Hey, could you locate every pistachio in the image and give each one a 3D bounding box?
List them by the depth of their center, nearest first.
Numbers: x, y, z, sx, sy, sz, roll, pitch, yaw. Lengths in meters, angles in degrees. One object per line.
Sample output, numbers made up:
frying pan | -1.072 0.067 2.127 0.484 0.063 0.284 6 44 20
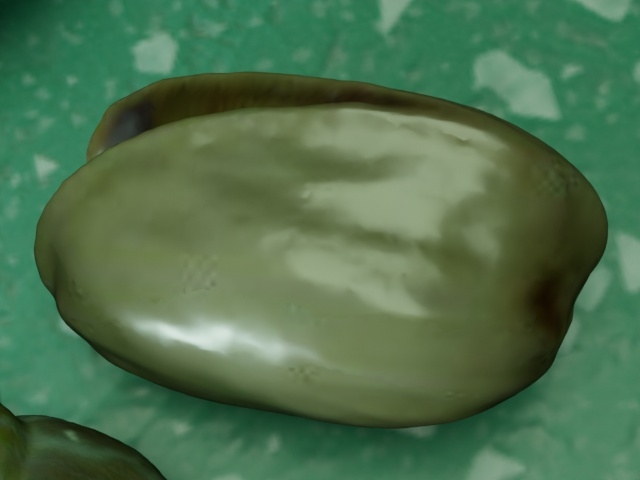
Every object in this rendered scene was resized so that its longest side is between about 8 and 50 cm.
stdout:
pistachio | 0.000 0.000 0.529 0.206 0.131 0.129 9 30 7

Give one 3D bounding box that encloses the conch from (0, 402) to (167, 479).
conch | -0.099 0.128 0.507 0.116 0.106 0.172 -7 85 20
